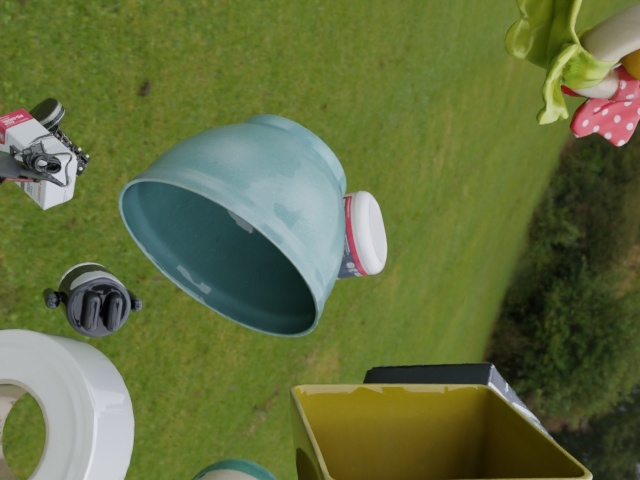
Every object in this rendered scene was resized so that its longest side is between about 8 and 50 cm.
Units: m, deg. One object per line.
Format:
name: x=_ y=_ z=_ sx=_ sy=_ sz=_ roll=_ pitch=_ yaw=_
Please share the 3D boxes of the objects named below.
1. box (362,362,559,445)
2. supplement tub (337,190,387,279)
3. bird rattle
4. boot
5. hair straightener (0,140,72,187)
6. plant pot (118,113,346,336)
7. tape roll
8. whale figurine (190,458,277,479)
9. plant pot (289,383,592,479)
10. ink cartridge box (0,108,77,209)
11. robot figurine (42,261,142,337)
box: x=0.254 y=0.556 z=1.360 sx=0.472 sy=0.298 sz=0.479 roll=47 pitch=49 yaw=-32
supplement tub: x=0.000 y=0.000 z=1.656 sx=0.191 sy=0.272 sz=0.191 roll=-9 pitch=90 yaw=-72
bird rattle: x=0.304 y=-0.167 z=0.700 sx=0.254 sy=0.207 sz=0.143 roll=14 pitch=68 yaw=-42
boot: x=-0.611 y=-0.238 z=1.717 sx=0.179 sy=0.236 sz=0.085 roll=41 pitch=59 yaw=-30
hair straightener: x=-0.408 y=-0.101 z=1.013 sx=0.230 sy=0.089 sz=0.047 roll=13 pitch=55 yaw=-76
plant pot: x=-0.085 y=-0.040 z=0.953 sx=0.196 sy=0.293 sz=0.293 roll=-57 pitch=156 yaw=-30
tape roll: x=-0.401 y=0.263 z=0.979 sx=0.100 sy=0.286 sz=0.286 roll=38 pitch=67 yaw=-69
whale figurine: x=-0.106 y=0.469 z=1.162 sx=0.272 sy=0.216 sz=0.141 roll=54 pitch=19 yaw=-8
plant pot: x=0.084 y=0.253 z=0.654 sx=0.212 sy=0.212 sz=0.187 roll=-137 pitch=-130 yaw=-76
ink cartridge box: x=-0.515 y=-0.145 z=1.308 sx=0.063 sy=0.150 sz=0.109 roll=-35 pitch=159 yaw=-43
robot figurine: x=-0.616 y=0.162 z=1.971 sx=0.173 sy=0.278 sz=0.209 roll=-46 pitch=121 yaw=-11
